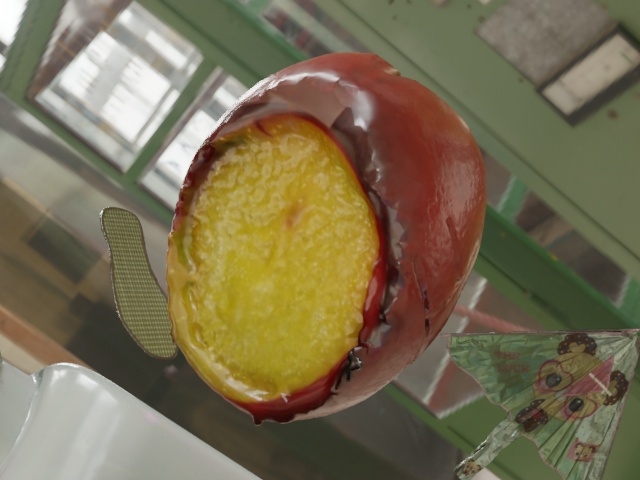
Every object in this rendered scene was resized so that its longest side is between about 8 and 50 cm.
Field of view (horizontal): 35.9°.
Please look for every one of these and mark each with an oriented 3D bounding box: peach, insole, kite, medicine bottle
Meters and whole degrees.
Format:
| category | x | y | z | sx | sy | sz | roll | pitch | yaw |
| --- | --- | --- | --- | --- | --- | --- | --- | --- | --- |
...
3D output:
| category | x | y | z | sx | sy | sz | roll | pitch | yaw |
| --- | --- | --- | --- | --- | --- | --- | --- | --- | --- |
| peach | 0.000 | 0.000 | 0.610 | 0.226 | 0.190 | 0.196 | -55 | 10 | -26 |
| insole | -0.240 | 0.050 | 1.291 | 0.005 | 0.086 | 0.253 | -49 | 50 | 33 |
| kite | 0.260 | 0.186 | 1.115 | 0.267 | 0.323 | 0.013 | -38 | 24 | 6 |
| medicine bottle | -0.094 | 0.162 | 0.492 | 0.179 | 0.324 | 0.124 | -30 | 28 | 44 |
